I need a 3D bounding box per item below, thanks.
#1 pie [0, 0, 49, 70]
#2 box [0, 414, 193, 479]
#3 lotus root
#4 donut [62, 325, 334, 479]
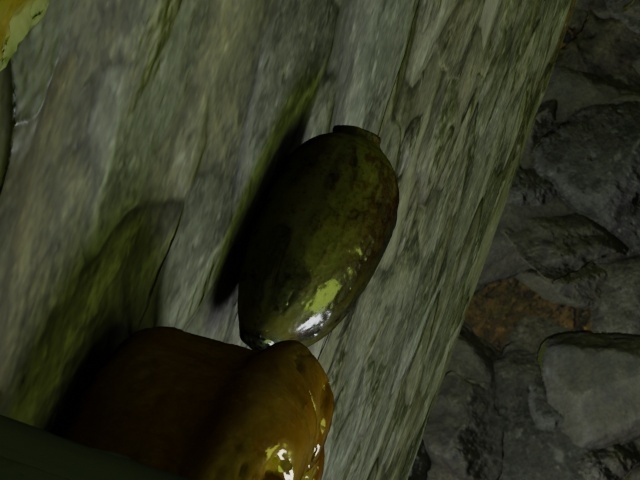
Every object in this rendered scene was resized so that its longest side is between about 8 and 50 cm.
[{"bbox_3d":[-0.072,-0.188,0.338,0.337,0.075,0.337,17,90,-80],"label":"pie"},{"bbox_3d":[-0.112,0.171,0.525,0.226,0.149,0.226,18,90,-80],"label":"box"},{"bbox_3d":[0.000,0.000,1.005,0.089,0.080,0.179,90,20,-55],"label":"lotus root"},{"bbox_3d":[-0.072,0.151,0.791,0.226,0.113,0.227,17,90,-80],"label":"donut"}]
